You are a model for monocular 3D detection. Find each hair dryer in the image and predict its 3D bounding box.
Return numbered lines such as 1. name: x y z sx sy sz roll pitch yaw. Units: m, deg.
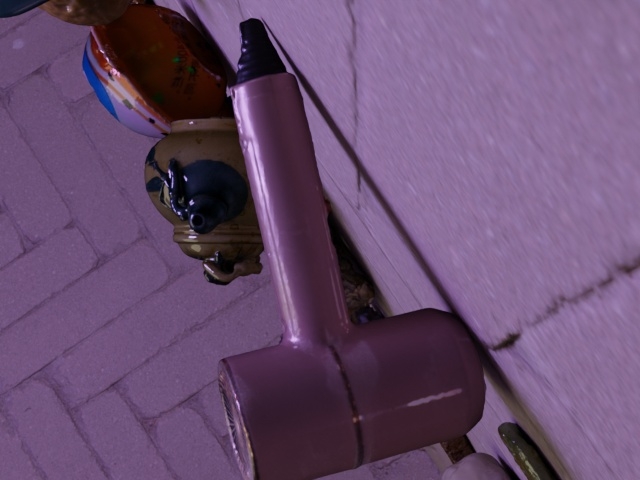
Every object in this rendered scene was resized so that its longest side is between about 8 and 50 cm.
1. hair dryer: 0.000 0.000 0.751 0.107 0.189 0.344 -177 74 -77

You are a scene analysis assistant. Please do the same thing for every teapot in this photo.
1. teapot: -0.108 -0.041 1.136 0.269 0.173 0.183 12 -101 -85

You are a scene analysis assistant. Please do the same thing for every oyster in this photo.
1. oyster: -0.009 0.017 1.268 0.198 0.092 0.259 55 -174 19

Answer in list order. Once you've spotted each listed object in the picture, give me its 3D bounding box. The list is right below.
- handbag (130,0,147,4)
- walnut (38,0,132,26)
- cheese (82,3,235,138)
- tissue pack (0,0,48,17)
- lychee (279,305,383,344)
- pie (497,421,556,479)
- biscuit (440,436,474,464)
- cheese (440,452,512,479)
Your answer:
1. handbag: -0.363 -0.416 1.826 0.401 0.133 0.283 58 171 -32
2. walnut: -0.238 -0.296 0.995 0.155 0.155 0.184 54 175 27
3. cheese: -0.179 -0.196 1.267 0.217 0.129 0.329 60 -164 20
4. tissue pack: -0.277 -0.328 0.784 0.287 0.198 0.206 59 178 -9
5. lychee: 0.021 0.156 1.413 0.165 0.165 0.197 57 160 -17
6. pie: 0.175 0.186 0.834 0.085 0.017 0.085 56 178 3
7. biscuit: 0.189 0.288 1.401 0.199 0.034 0.064 59 176 -36
8. cheese: 0.225 0.355 1.094 0.263 0.093 0.159 55 175 28
